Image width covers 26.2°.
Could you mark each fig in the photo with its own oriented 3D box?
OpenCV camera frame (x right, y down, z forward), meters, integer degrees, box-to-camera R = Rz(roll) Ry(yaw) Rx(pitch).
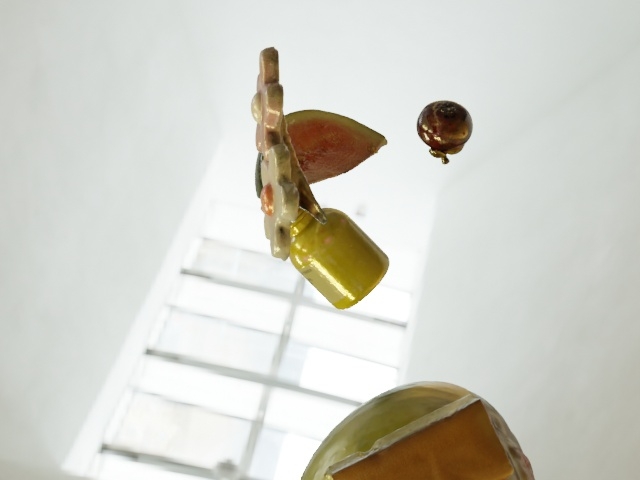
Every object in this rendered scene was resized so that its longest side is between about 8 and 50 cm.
[{"bbox_3d":[0.118,0.353,1.808,0.343,0.343,0.343,9,-148,-6],"label":"fig"}]

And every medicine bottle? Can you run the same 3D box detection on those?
[{"bbox_3d":[0.000,0.000,2.195,0.212,0.122,0.122,45,-150,-12],"label":"medicine bottle"}]

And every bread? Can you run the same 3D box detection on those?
[{"bbox_3d":[0.064,0.231,1.287,0.226,0.088,0.049,-25,-170,-6],"label":"bread"}]

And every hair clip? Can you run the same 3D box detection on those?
[{"bbox_3d":[-0.048,-0.103,1.666,0.075,0.146,0.257,-12,-101,-5],"label":"hair clip"}]

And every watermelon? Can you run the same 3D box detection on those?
[{"bbox_3d":[-0.031,-0.168,2.464,0.159,0.128,0.303,-9,-168,40],"label":"watermelon"}]

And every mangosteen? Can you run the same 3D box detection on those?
[{"bbox_3d":[0.172,-0.157,1.919,0.081,0.081,0.081,9,-148,-6],"label":"mangosteen"}]
